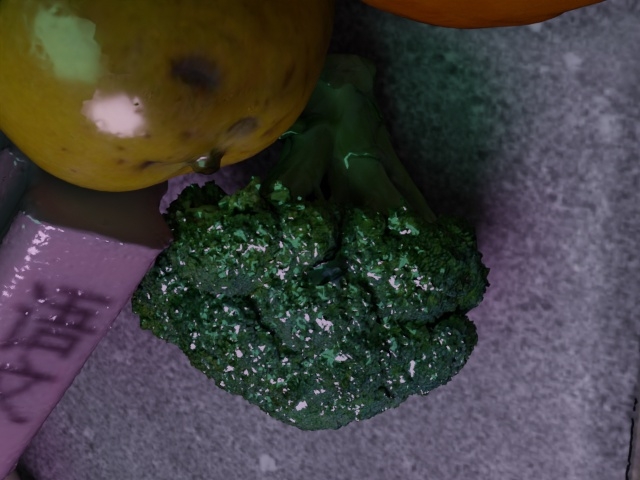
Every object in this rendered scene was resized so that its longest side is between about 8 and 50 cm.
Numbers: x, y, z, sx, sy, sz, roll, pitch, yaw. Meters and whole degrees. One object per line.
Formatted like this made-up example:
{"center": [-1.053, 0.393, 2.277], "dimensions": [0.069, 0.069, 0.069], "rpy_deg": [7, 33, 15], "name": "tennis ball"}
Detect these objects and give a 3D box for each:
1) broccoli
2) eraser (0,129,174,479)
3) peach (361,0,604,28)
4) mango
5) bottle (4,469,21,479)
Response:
{"center": [0.000, 0.000, 0.985], "dimensions": [0.269, 0.270, 0.270], "rpy_deg": [-2, 78, 28], "name": "broccoli"}
{"center": [-0.256, 0.020, 1.026], "dimensions": [0.359, 0.122, 0.272], "rpy_deg": [-50, 41, 32], "name": "eraser"}
{"center": [0.101, -0.276, 0.760], "dimensions": [0.342, 0.343, 0.302], "rpy_deg": [-16, 124, 32], "name": "peach"}
{"center": [-0.107, -0.191, 0.893], "dimensions": [0.253, 0.365, 0.182], "rpy_deg": [32, 133, -26], "name": "mango"}
{"center": [-0.326, 0.274, 1.284], "dimensions": [0.147, 0.148, 0.236], "rpy_deg": [-9, 129, 30], "name": "bottle"}
